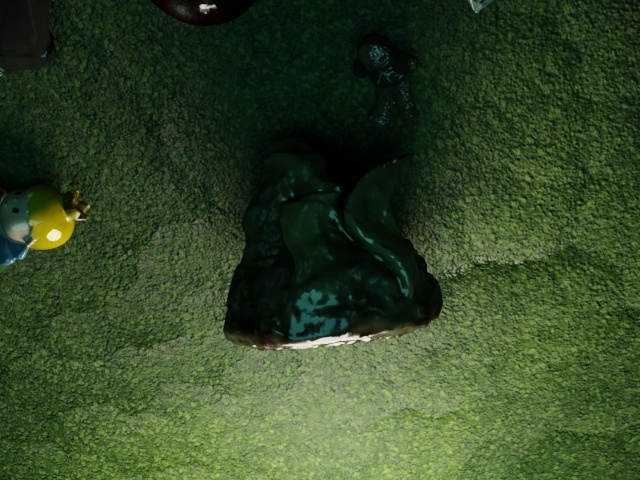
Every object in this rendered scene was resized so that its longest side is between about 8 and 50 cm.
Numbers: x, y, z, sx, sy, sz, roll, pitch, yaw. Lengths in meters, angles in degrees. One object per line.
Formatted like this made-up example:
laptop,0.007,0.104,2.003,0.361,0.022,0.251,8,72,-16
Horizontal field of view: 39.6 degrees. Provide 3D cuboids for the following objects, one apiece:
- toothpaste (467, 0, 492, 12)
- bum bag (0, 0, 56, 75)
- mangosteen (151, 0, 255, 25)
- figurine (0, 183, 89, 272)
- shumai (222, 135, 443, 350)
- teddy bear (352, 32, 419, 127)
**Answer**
toothpaste,0.201,-0.436,1.369,0.057,0.035,0.197,-39,115,23
bum bag,-0.458,-0.395,1.347,0.142,0.080,0.326,16,119,-2
mangosteen,-0.157,-0.410,1.265,0.216,0.216,0.216,-1,117,-2
figurine,-0.525,-0.049,1.505,0.234,0.127,0.185,-25,108,22
shumai,0.000,0.000,1.461,0.395,0.395,0.348,-10,92,3
teddy bear,0.112,-0.264,1.435,0.119,0.078,0.160,4,131,35
